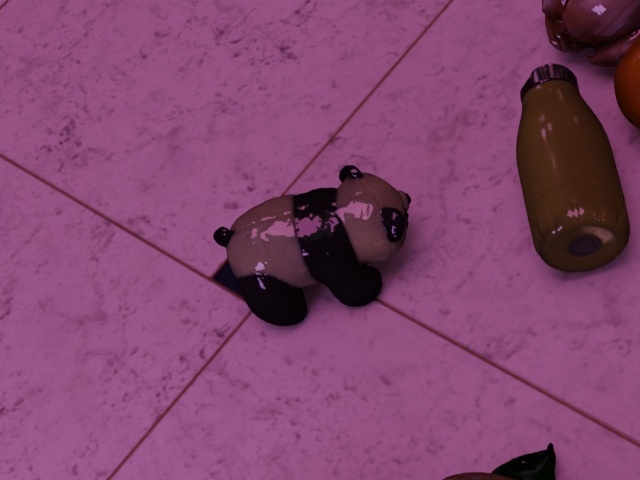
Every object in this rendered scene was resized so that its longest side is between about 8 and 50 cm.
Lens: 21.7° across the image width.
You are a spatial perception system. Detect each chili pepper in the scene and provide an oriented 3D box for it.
[{"bbox_3d":[0.168,0.294,1.738,0.224,0.061,0.098,-40,43,-6],"label":"chili pepper"}]

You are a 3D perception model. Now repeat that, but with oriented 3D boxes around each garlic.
[{"bbox_3d":[0.354,-0.324,2.049,0.191,0.160,0.214,-25,53,-2],"label":"garlic"}]

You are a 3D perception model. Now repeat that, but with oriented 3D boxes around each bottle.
[{"bbox_3d":[0.284,-0.093,1.938,0.112,0.112,0.260,-16,51,12],"label":"bottle"}]

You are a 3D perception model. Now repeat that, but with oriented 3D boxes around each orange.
[{"bbox_3d":[0.419,-0.188,1.935,0.136,0.159,0.159,42,74,-6],"label":"orange"}]

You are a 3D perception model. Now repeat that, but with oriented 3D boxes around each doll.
[{"bbox_3d":[-0.001,0.002,1.980,0.234,0.135,0.143,-15,53,8],"label":"doll"}]

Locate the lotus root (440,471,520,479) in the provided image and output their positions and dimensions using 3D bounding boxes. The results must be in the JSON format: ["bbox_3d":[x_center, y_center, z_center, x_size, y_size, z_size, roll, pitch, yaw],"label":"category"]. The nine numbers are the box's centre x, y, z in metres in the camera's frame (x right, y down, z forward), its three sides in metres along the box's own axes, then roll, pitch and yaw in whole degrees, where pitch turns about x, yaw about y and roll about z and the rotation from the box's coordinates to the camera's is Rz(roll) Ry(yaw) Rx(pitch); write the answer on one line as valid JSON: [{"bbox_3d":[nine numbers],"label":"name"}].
[{"bbox_3d":[0.238,0.336,1.618,0.322,0.140,0.158,24,100,10],"label":"lotus root"}]
